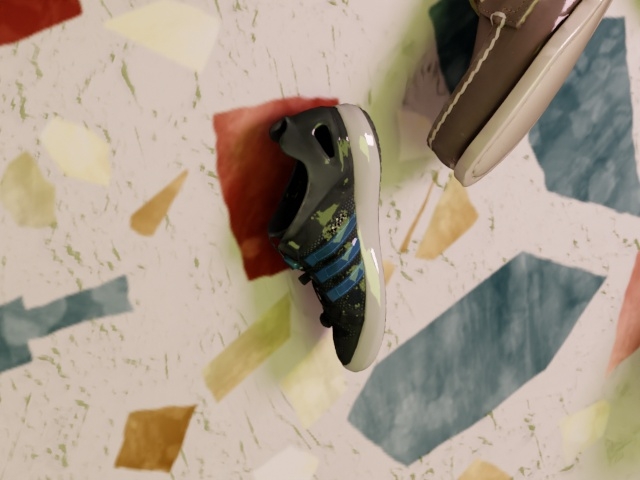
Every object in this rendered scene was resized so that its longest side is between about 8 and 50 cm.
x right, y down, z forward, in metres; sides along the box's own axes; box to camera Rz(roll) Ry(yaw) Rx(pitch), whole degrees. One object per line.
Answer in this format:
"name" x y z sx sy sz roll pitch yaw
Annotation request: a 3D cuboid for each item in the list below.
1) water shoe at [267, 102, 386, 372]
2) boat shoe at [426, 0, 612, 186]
"water shoe" 0.000 0.000 1.305 0.080 0.073 0.203 -7 109 -13
"boat shoe" 0.169 -0.190 1.331 0.324 0.097 0.116 -55 171 -3
